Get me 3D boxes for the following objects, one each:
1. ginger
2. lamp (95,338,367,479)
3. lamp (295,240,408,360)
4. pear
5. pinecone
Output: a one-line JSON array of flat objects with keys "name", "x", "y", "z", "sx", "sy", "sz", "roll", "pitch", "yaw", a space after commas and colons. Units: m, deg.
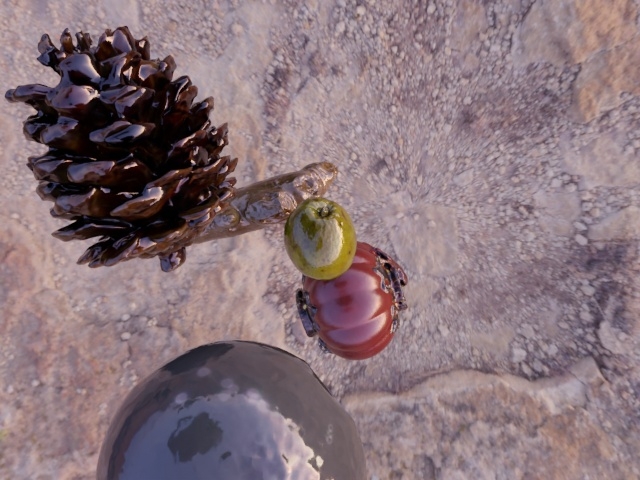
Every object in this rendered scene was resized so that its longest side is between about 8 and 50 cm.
[{"name": "ginger", "x": -0.118, "y": -0.050, "z": 1.028, "sx": 0.332, "sy": 0.166, "sz": 0.080, "roll": -23, "pitch": 98, "yaw": -5}, {"name": "lamp", "x": -0.063, "y": 0.192, "z": 0.492, "sx": 0.181, "sy": 0.314, "sz": 0.182, "roll": 2, "pitch": 61, "yaw": -3}, {"name": "lamp", "x": 0.063, "y": 0.107, "z": 1.168, "sx": 0.226, "sy": 0.227, "sz": 0.227, "roll": 0, "pitch": 92, "yaw": 8}, {"name": "pear", "x": 0.000, "y": 0.000, "z": 0.895, "sx": 0.107, "sy": 0.131, "sz": 0.107, "roll": -1, "pitch": 52, "yaw": 1}, {"name": "pinecone", "x": -0.200, "y": -0.094, "z": 0.677, "sx": 0.224, "sy": 0.224, "sz": 0.273, "roll": -17, "pitch": 102, "yaw": 9}]
